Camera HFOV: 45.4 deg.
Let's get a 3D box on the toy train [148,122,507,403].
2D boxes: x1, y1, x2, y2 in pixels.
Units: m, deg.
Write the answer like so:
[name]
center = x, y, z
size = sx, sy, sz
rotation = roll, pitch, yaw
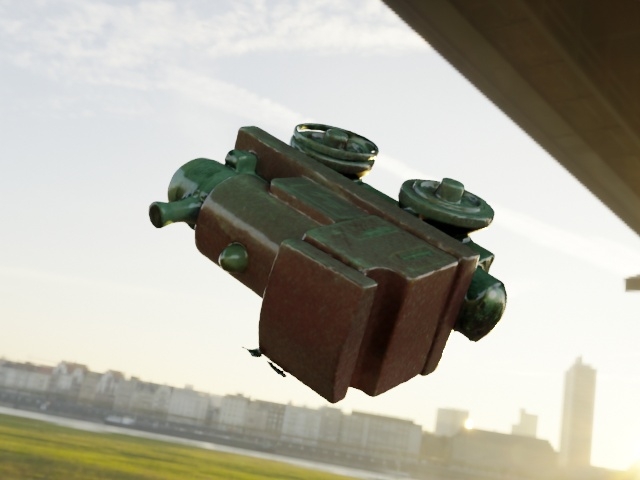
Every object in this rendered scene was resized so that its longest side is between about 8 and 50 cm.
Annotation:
[toy train]
center = 0.000, 0.000, 0.648
size = 0.304, 0.150, 0.222
rotation = 32, 30, 34
